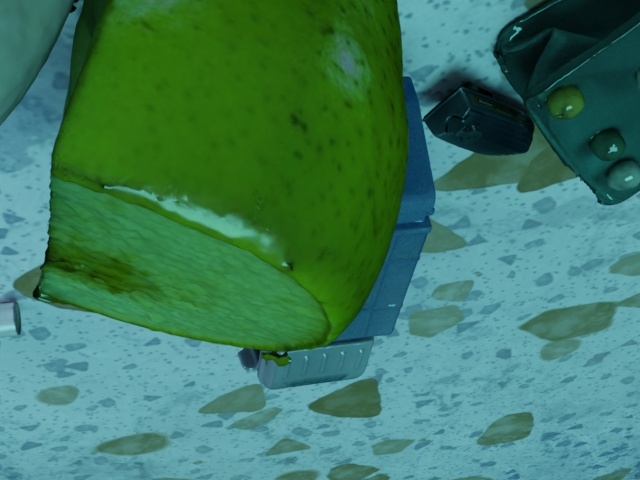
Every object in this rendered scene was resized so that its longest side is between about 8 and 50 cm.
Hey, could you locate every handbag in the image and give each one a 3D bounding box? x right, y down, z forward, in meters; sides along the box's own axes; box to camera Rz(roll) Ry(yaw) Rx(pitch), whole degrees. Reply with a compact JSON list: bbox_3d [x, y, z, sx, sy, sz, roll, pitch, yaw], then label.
[{"bbox_3d":[0.327,-0.153,0.871,0.274,0.100,0.269,-26,144,22],"label":"handbag"}]

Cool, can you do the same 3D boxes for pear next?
[{"bbox_3d":[-0.058,-0.097,0.655,0.239,0.318,0.342,17,162,-13],"label":"pear"}]

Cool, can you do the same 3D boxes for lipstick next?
[{"bbox_3d":[-0.412,0.096,1.074,0.141,0.040,0.040,-7,147,-8],"label":"lipstick"}]

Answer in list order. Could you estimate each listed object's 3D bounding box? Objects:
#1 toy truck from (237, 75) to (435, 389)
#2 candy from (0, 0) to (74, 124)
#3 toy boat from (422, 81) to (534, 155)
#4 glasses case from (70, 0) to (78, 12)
[{"bbox_3d":[0.000,0.000,0.919,0.146,0.175,0.367,-5,140,-14],"label":"toy truck"},{"bbox_3d":[-0.325,-0.125,0.473,0.427,0.386,0.186,-26,143,-13],"label":"candy"},{"bbox_3d":[0.163,-0.112,0.924,0.141,0.060,0.055,11,140,-42],"label":"toy boat"},{"bbox_3d":[-0.329,-0.170,0.665,0.299,0.060,0.114,-12,168,1],"label":"glasses case"}]
